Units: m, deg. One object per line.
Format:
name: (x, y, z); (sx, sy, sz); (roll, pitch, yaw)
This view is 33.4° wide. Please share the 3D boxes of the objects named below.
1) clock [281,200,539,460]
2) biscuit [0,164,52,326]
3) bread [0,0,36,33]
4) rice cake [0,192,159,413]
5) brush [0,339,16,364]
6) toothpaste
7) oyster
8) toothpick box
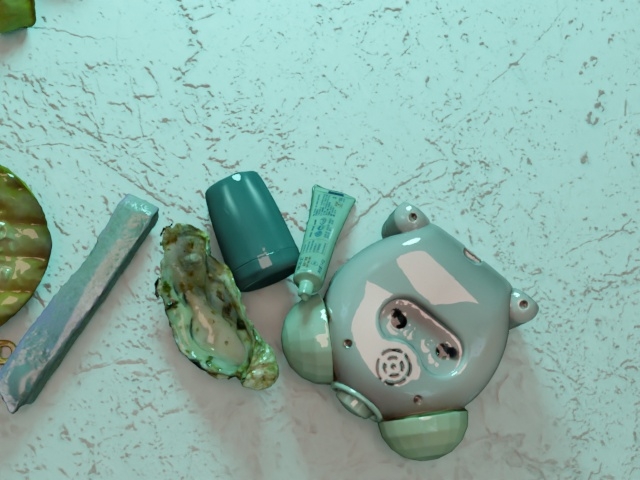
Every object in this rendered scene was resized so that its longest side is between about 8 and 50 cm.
clock: (0.141, 0.150, 1.720); (0.342, 0.184, 0.326); (38, 82, 7)
biscuit: (-0.575, 0.006, 1.668); (0.296, 0.102, 0.296); (-4, 100, -20)
bread: (-0.532, -0.430, 1.770); (0.086, 0.125, 0.156); (-32, 83, -32)
rice cake: (-0.393, 0.098, 1.720); (0.070, 0.064, 0.399); (32, 77, 7)
brush: (-0.621, 0.175, 1.693); (0.272, 0.013, 0.103); (3, 72, -11)
toothpaste: (-0.001, 0.000, 1.730); (0.069, 0.047, 0.268); (-7, 39, 20)
oyster: (-0.165, 0.103, 1.706); (0.166, 0.094, 0.294); (-18, 88, 36)
toothpick box: (-0.114, -0.019, 1.745); (0.120, 0.120, 0.184); (-21, 80, -10)
